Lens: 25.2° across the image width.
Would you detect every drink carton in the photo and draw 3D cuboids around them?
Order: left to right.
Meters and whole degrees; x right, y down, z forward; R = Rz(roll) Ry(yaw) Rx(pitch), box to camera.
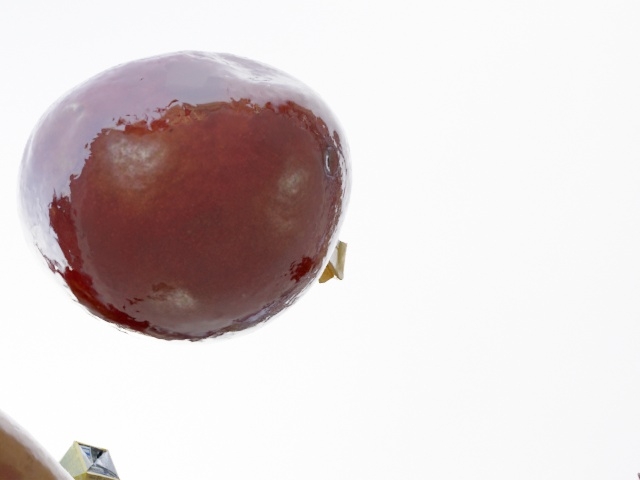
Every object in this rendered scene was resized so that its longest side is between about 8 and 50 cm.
[{"bbox_3d":[-0.362,0.363,1.947,0.200,0.074,0.084,-45,-40,18],"label":"drink carton"}]

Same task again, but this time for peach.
[{"bbox_3d":[-0.094,-0.032,1.015,0.243,0.199,0.243,-13,-25,-6],"label":"peach"}]

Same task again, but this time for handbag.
[{"bbox_3d":[0.000,0.000,1.502,0.027,0.061,0.083,-12,-46,20],"label":"handbag"}]

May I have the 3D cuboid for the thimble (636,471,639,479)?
[{"bbox_3d":[0.382,0.302,1.370,0.163,0.189,0.125,33,-95,-39],"label":"thimble"}]

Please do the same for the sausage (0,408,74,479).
[{"bbox_3d":[-0.239,0.207,1.090,0.109,0.109,0.270,-36,-68,2],"label":"sausage"}]
